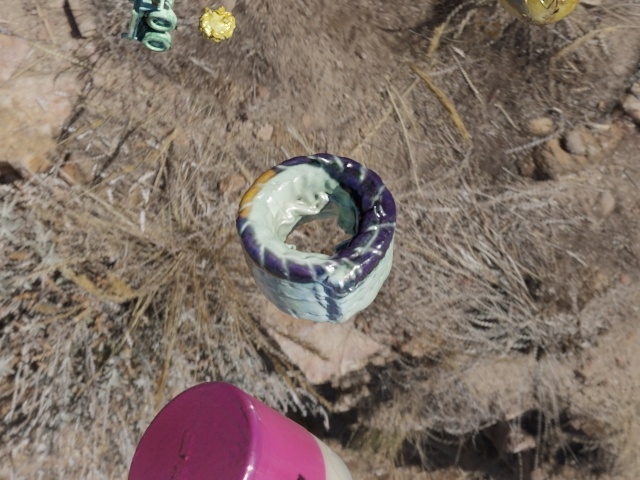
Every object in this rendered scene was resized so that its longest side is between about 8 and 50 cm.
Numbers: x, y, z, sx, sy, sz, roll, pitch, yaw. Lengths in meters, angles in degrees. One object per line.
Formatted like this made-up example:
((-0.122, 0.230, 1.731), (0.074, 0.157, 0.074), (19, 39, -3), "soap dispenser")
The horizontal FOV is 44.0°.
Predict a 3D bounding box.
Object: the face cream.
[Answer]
((-0.080, 0.267, 0.851), (0.175, 0.175, 0.195), (-38, 131, 9), "face cream")

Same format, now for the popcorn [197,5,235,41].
((-0.229, -0.473, 1.727), (0.082, 0.057, 0.083), (-39, 89, 1), "popcorn")

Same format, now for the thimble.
((0.000, 0.000, 1.135), (0.237, 0.237, 0.150), (-11, 147, 0), "thimble")

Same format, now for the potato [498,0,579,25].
((0.423, -0.487, 1.544), (0.137, 0.176, 0.137), (-23, 128, -33), "potato")

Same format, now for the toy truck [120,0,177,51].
((-0.135, -0.203, 0.570), (0.081, 0.175, 0.067), (11, 72, -15), "toy truck")
